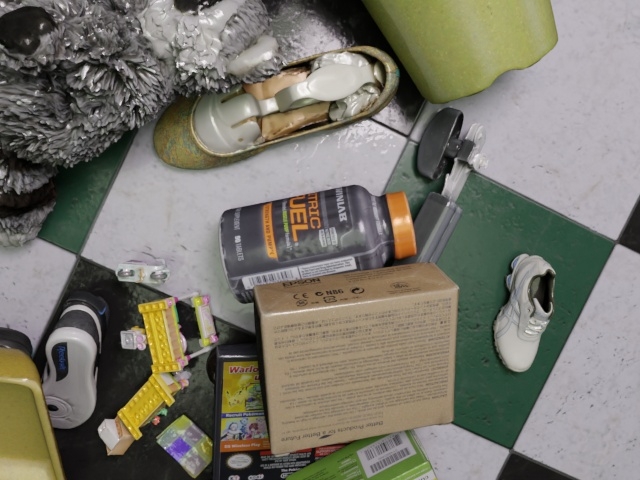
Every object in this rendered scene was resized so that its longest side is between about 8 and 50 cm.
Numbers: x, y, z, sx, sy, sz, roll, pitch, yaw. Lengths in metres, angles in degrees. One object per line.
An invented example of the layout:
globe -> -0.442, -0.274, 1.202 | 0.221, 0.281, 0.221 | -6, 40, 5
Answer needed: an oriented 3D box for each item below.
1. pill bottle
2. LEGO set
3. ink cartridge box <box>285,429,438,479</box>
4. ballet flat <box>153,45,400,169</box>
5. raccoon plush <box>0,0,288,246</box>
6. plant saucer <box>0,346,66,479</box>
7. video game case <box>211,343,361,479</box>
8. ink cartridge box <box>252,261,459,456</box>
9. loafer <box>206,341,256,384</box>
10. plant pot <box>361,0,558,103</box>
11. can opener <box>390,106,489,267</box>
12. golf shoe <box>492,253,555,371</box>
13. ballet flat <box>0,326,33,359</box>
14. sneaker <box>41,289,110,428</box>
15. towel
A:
pill bottle -> 0.000, 0.000, 0.806 | 0.245, 0.130, 0.131 | -11, 96, 5
LEGO set -> -0.218, 0.168, 0.854 | 0.132, 0.107, 0.287 | 13, 102, 23
ink cartridge box -> 0.091, 0.402, 0.847 | 0.188, 0.097, 0.255 | -26, 114, -3
ballet flat -> -0.061, -0.180, 0.807 | 0.348, 0.123, 0.123 | -16, 96, -2
raccoon plush -> -0.235, -0.169, 0.758 | 0.299, 0.446, 0.216 | 6, 55, -24
plant saucer -> -0.487, 0.226, 0.771 | 0.332, 0.081, 0.333 | 7, 132, -5
video game case -> -0.009, 0.255, 0.841 | 0.274, 0.035, 0.248 | 0, 110, -14
ink cartridge box -> 0.043, 0.140, 0.744 | 0.234, 0.088, 0.193 | -6, 112, -12
loafer -> -0.053, 0.175, 0.858 | 0.220, 0.078, 0.080 | -14, 96, -2
plant pot -> 0.163, -0.322, 0.755 | 0.276, 0.276, 0.254 | -30, 108, -1
can opener -> 0.157, -0.044, 0.867 | 0.093, 0.074, 0.280 | 23, 92, 29
golf shoe -> 0.296, 0.110, 0.874 | 0.069, 0.086, 0.176 | 3, 97, -6
ballet flat -> -0.526, 0.137, 0.813 | 0.280, 0.096, 0.095 | 15, 109, -9
sneaker -> -0.331, 0.157, 0.842 | 0.079, 0.121, 0.217 | 17, 128, -14
towel -> -0.193, 0.302, 0.894 | 0.060, 0.009, 0.083 | -41, 97, 1
